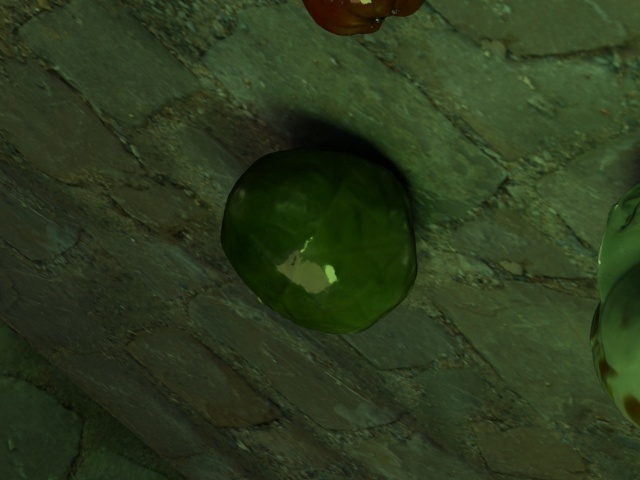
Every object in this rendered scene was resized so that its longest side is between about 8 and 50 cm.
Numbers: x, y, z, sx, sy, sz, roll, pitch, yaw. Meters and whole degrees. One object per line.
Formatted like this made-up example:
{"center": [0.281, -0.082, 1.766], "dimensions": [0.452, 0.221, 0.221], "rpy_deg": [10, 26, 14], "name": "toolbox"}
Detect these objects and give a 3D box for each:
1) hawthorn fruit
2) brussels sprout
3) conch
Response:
{"center": [0.031, -0.243, 1.412], "dimensions": [0.140, 0.125, 0.125], "rpy_deg": [42, 154, -20], "name": "hawthorn fruit"}
{"center": [0.000, 0.000, 1.786], "dimensions": [0.244, 0.244, 0.244], "rpy_deg": [27, 154, 15], "name": "brussels sprout"}
{"center": [0.353, 0.070, 1.495], "dimensions": [0.249, 0.197, 0.368], "rpy_deg": [66, 154, 10], "name": "conch"}
